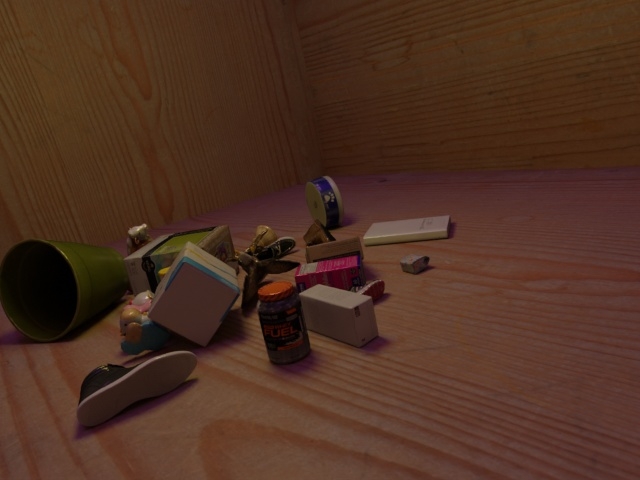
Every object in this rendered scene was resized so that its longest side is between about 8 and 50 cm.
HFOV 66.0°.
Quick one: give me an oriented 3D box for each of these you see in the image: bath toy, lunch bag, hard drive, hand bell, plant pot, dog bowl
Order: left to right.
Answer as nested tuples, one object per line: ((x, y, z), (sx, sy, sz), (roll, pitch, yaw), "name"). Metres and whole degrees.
((-0.938, 0.161, 1.890), (0.366, 0.367, 0.353), (-6, 3, 18), "plant pot")
((-0.585, 0.260, 1.609), (0.129, 0.151, 0.348), (-50, 21, -5), "bath toy")
((-0.316, 0.040, 2.303), (0.126, 0.126, 0.242), (-2, 29, 32), "hand bell")
((0.019, -0.196, 2.565), (0.104, 0.265, 0.265), (-18, 16, -18), "dog bowl")
((0.383, -0.045, 2.157), (0.352, 0.047, 0.233), (-5, 16, 20), "hard drive")
((0.333, 0.078, 1.723), (0.083, 0.053, 0.071), (-30, 19, -25), "lunch bag")

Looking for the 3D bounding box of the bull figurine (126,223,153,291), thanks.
((-0.761, 0.070, 2.128), (0.101, 0.311, 0.188), (24, 16, 37), "bull figurine")

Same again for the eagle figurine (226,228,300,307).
((-0.224, 0.107, 1.757), (0.225, 0.227, 0.298), (7, 20, -35), "eagle figurine")

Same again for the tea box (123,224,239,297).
((-0.536, 0.099, 1.968), (0.323, 0.220, 0.329), (-10, 15, 10), "tea box")

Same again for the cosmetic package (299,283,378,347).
((0.046, 0.201, 1.354), (0.085, 0.118, 0.231), (-24, 20, -36), "cosmetic package")

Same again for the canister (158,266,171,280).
((-0.496, 0.174, 1.755), (0.126, 0.170, 0.073), (-19, 16, -26), "canister")

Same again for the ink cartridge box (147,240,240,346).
((-0.391, 0.157, 1.542), (0.198, 0.197, 0.270), (-56, 17, 4), "ink cartridge box")

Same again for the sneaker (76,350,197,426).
((-0.468, 0.338, 1.242), (0.295, 0.105, 0.146), (-24, 24, -26), "sneaker")

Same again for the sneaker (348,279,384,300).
((0.128, 0.163, 1.536), (0.170, 0.063, 0.074), (-27, 27, -33), "sneaker")

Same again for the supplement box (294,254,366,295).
((0.035, 0.132, 1.629), (0.219, 0.111, 0.114), (-10, 15, 9), "supplement box")

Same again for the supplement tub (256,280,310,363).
((-0.098, 0.210, 1.279), (0.116, 0.191, 0.117), (-11, 15, 3), "supplement tub")

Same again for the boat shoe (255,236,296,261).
((-0.205, 0.048, 2.207), (0.219, 0.078, 0.070), (-23, 16, -13), "boat shoe")

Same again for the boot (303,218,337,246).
((0.000, 0.000, 2.242), (0.115, 0.112, 0.305), (-42, 21, 1), "boot")

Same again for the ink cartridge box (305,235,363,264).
((0.046, 0.058, 1.805), (0.193, 0.088, 0.235), (-13, -6, -3), "ink cartridge box")
